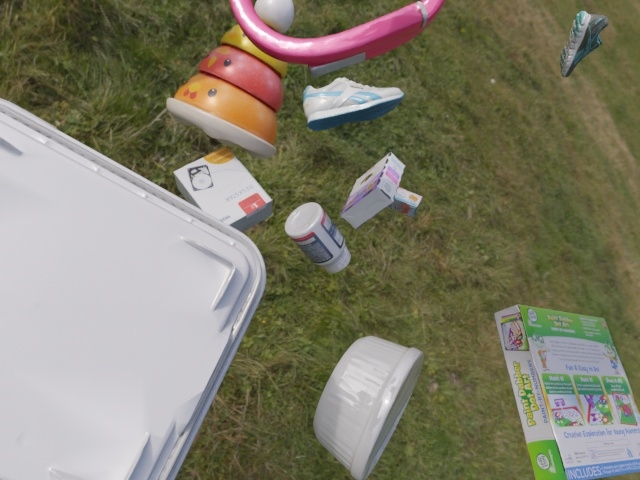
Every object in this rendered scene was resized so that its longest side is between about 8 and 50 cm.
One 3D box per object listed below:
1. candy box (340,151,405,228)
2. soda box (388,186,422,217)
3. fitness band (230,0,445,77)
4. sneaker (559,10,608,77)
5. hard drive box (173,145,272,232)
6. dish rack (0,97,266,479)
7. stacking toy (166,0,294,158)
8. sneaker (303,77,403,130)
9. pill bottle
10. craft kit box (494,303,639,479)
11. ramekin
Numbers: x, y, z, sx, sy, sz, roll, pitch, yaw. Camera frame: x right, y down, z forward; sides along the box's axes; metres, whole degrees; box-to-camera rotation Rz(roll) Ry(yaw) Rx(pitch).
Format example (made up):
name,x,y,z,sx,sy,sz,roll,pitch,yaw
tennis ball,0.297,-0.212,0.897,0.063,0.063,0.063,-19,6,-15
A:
name,x,y,z,sx,sy,sz,roll,pitch,yaw
candy box,0.159,-0.152,1.287,0.070,0.164,0.196,40,44,-14
soda box,0.258,-0.149,1.493,0.183,0.058,0.063,25,54,16
fitness band,0.026,-0.336,0.542,0.054,0.290,0.209,11,60,-87
sneaker,0.638,-0.468,1.036,0.167,0.076,0.065,77,21,-59
hard drive box,-0.277,-0.133,1.225,0.181,0.089,0.232,-34,72,-23
dish rack,-0.221,0.050,0.337,0.332,0.072,0.286,30,68,-16
stacking toy,-0.219,-0.523,1.287,0.350,0.350,0.481,20,96,-36
sneaker,0.074,-0.317,0.951,0.228,0.087,0.093,-12,82,-8
pill bottle,0.000,0.000,1.086,0.180,0.107,0.108,51,46,-37
craft kit box,0.409,0.238,0.686,0.249,0.061,0.247,12,62,-28
ramekin,0.094,0.320,0.857,0.273,0.127,0.273,-46,149,-39
